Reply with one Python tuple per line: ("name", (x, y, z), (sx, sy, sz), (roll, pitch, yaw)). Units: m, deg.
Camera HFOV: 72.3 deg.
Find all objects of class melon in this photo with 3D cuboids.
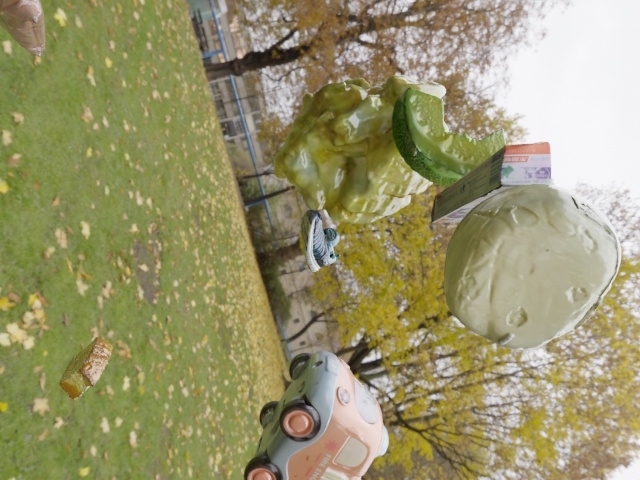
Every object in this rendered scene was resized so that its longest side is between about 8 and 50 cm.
("melon", (0.201, -0.152, 0.690), (0.064, 0.210, 0.117), (77, 38, -80))

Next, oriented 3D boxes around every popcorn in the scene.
("popcorn", (0.094, -0.199, 0.914), (0.334, 0.292, 0.293), (23, -59, 25))

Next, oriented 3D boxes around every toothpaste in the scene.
("toothpaste", (0.163, -0.051, 0.453), (0.196, 0.047, 0.040), (107, -18, -83))

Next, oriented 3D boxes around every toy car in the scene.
("toy car", (0.004, 0.351, 0.790), (0.270, 0.213, 0.180), (-60, -175, 13))

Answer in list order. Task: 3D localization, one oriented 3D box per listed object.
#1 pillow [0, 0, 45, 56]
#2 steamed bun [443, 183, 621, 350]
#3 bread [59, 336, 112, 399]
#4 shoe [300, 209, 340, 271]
("pillow", (-0.564, -0.459, 0.768), (0.223, 0.084, 0.236), (0, -58, 56))
("steamed bun", (0.160, 0.016, 0.355), (0.129, 0.113, 0.091), (-61, 179, 19))
("bread", (-0.570, 0.310, 1.071), (0.065, 0.103, 0.187), (49, 2, -22))
("shoe", (0.000, 0.000, 0.817), (0.142, 0.071, 0.063), (80, -6, -47))
